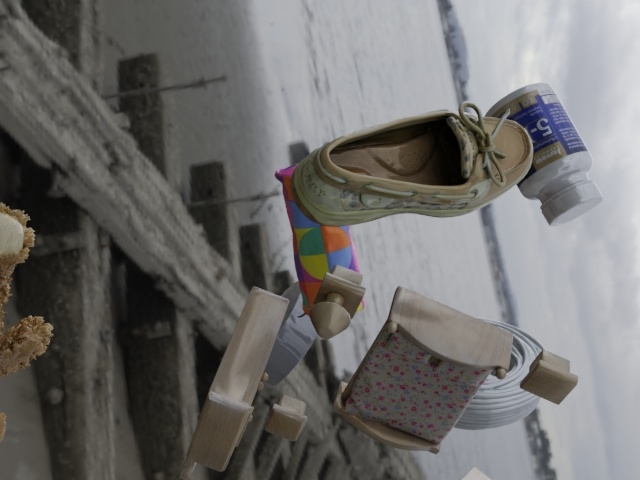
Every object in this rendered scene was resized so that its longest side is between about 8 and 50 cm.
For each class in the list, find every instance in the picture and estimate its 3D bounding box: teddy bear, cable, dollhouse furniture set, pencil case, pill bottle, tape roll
[{"bbox_3d":[-0.464,0.106,1.152,0.245,0.113,0.338,-25,125,-39],"label":"teddy bear"},{"bbox_3d":[0.279,0.234,1.641,0.257,0.257,0.089,-71,165,-61],"label":"cable"},{"bbox_3d":[0.049,0.216,1.015,0.174,0.355,0.303,-69,-178,-47],"label":"dollhouse furniture set"},{"bbox_3d":[0.000,0.000,1.319,0.104,0.104,0.236,-72,155,-70],"label":"pencil case"},{"bbox_3d":[0.322,-0.121,1.311,0.186,0.112,0.112,65,6,17],"label":"pill bottle"},{"bbox_3d":[-0.074,0.191,1.878,0.072,0.219,0.219,36,22,-11],"label":"tape roll"}]

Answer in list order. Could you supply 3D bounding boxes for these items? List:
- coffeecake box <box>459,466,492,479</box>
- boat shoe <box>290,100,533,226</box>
[{"bbox_3d":[0.120,0.342,0.958,0.068,0.185,0.142,37,11,18],"label":"coffeecake box"},{"bbox_3d":[0.112,-0.079,0.935,0.104,0.285,0.089,68,-27,13],"label":"boat shoe"}]
